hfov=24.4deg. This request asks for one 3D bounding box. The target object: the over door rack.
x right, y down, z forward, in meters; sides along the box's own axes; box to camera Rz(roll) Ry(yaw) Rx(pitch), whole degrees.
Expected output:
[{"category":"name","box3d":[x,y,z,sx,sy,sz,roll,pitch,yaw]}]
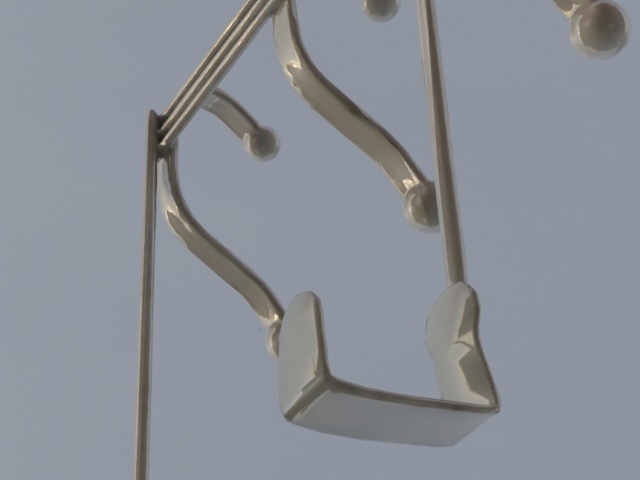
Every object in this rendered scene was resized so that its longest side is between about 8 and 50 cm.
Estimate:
[{"category":"over door rack","box3d":[0.000,0.000,0.541,0.108,0.239,0.324,27,-136,-16]}]
